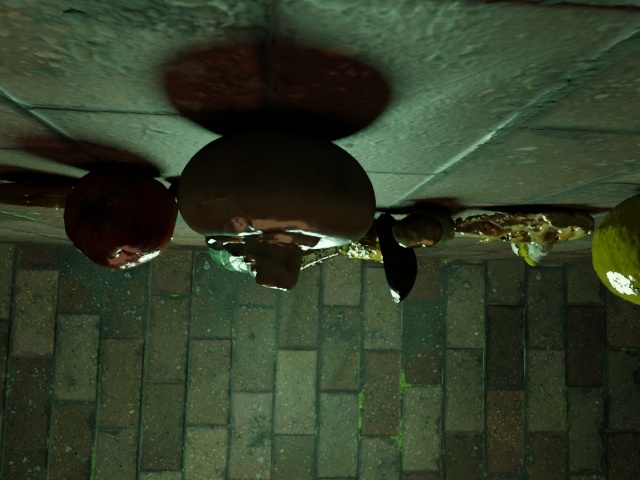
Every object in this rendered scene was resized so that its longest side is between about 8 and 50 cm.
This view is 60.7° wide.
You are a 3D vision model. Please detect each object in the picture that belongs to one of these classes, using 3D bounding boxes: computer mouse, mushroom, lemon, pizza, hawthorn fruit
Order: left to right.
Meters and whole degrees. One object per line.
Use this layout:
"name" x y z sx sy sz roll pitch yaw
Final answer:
"hawthorn fruit" -0.314 -0.032 0.873 0.174 0.173 0.179 3 174 -16
"mushroom" -0.051 -0.034 0.626 0.227 0.178 0.226 8 168 2
"computer mouse" 0.179 0.035 1.245 0.074 0.217 0.122 -16 143 10
"mushroom" 0.253 -0.025 1.236 0.107 0.087 0.333 2 180 24
"pizza" 0.437 -0.029 1.178 0.297 0.071 0.189 4 176 -18
"lemon" 0.554 0.015 0.873 0.204 0.204 0.260 3 177 -15

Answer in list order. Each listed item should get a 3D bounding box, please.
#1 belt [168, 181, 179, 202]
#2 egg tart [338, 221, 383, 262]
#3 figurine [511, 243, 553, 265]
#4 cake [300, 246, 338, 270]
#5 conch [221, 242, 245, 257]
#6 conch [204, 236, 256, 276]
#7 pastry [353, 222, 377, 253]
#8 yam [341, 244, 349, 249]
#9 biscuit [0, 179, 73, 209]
"belt" -0.236 -0.083 0.961 0.059 0.036 0.083 13 170 -34
"egg tart" 0.151 0.009 1.545 0.291 0.107 0.291 2 176 0
"figurine" 0.589 0.004 1.482 0.130 0.109 0.178 -22 173 13
"cake" 0.009 -0.004 1.427 0.135 0.112 0.246 -20 176 -35
"conch" -0.180 -0.003 1.438 0.176 0.122 0.188 28 177 5
"conch" -0.191 0.031 1.612 0.277 0.195 0.220 39 -155 20
"pastry" 0.099 -0.018 1.279 0.057 0.109 0.097 -9 132 3
"yam" 0.057 -0.010 1.327 0.029 0.027 0.234 19 167 9
"biscuit" -0.491 -0.084 0.980 0.170 0.050 0.170 6 -177 0
